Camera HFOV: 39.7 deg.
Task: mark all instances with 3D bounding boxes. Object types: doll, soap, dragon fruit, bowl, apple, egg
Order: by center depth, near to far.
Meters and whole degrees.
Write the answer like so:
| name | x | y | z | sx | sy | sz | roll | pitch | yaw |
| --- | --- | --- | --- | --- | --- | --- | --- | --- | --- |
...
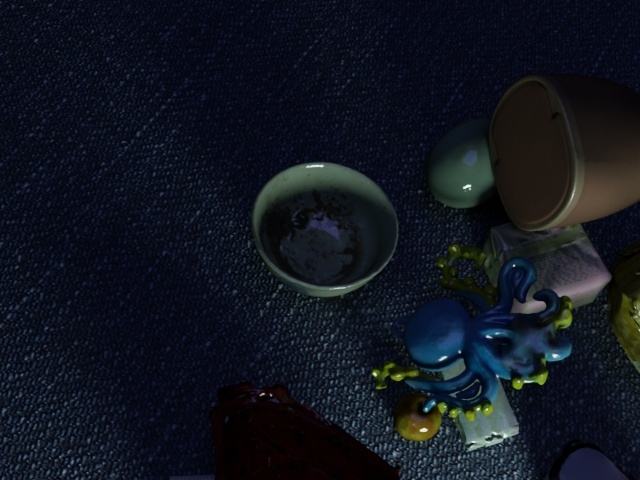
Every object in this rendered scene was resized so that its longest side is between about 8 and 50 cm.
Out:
| name | x | y | z | sx | sy | sz | roll | pitch | yaw |
| --- | --- | --- | --- | --- | --- | --- | --- | --- | --- |
| dragon fruit | -0.061 | 0.418 | 1.529 | 0.286 | 0.228 | 0.329 | 0 | 34 | -45 |
| apple | 0.178 | 0.326 | 1.639 | 0.090 | 0.074 | 0.089 | 4 | 59 | -6 |
| doll | 0.292 | 0.177 | 1.652 | 0.341 | 0.099 | 0.346 | 10 | 63 | 22 |
| bowl | 0.000 | 0.000 | 1.757 | 0.289 | 0.146 | 0.289 | 4 | 59 | -6 |
| soap | 0.447 | 0.053 | 1.787 | 0.199 | 0.138 | 0.182 | -15 | 63 | -15 |
| egg | 0.321 | -0.166 | 1.874 | 0.168 | 0.168 | 0.231 | 41 | 65 | 15 |

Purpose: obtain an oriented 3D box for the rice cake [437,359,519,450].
| name | x | y | z | sx | sy | sz | roll | pitch | yaw |
| --- | --- | --- | --- | --- | --- | --- | --- | --- | --- |
| rice cake | 0.295 | 0.288 | 1.695 | 0.124 | 0.038 | 0.211 | -16 | 65 | -16 |

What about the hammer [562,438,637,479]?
| name | x | y | z | sx | sy | sz | roll | pitch | yaw |
| --- | --- | --- | --- | --- | --- | --- | --- | --- | --- |
| hammer | 0.584 | 0.454 | 1.639 | 0.290 | 0.037 | 0.137 | 33 | 63 | 11 |

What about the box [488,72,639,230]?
| name | x | y | z | sx | sy | sz | roll | pitch | yaw |
| --- | --- | --- | --- | --- | --- | --- | --- | --- | --- |
| box | 0.482 | -0.173 | 1.692 | 0.216 | 0.301 | 0.301 | -8 | 62 | -20 |

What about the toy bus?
| name | x | y | z | sx | sy | sz | roll | pitch | yaw |
| --- | --- | --- | --- | --- | --- | --- | --- | --- | --- |
| toy bus | 0.510 | 0.505 | 1.539 | 0.127 | 0.147 | 0.302 | -31 | 67 | -21 |

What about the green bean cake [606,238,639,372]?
| name | x | y | z | sx | sy | sz | roll | pitch | yaw |
| --- | --- | --- | --- | --- | --- | --- | --- | --- | --- |
| green bean cake | 0.679 | 0.159 | 1.718 | 0.202 | 0.285 | 0.310 | -32 | 92 | 15 |

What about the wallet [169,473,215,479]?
| name | x | y | z | sx | sy | sz | roll | pitch | yaw |
| --- | --- | --- | --- | --- | --- | --- | --- | --- | --- |
| wallet | -0.147 | 0.467 | 1.548 | 0.232 | 0.025 | 0.119 | 0 | 60 | -8 |
